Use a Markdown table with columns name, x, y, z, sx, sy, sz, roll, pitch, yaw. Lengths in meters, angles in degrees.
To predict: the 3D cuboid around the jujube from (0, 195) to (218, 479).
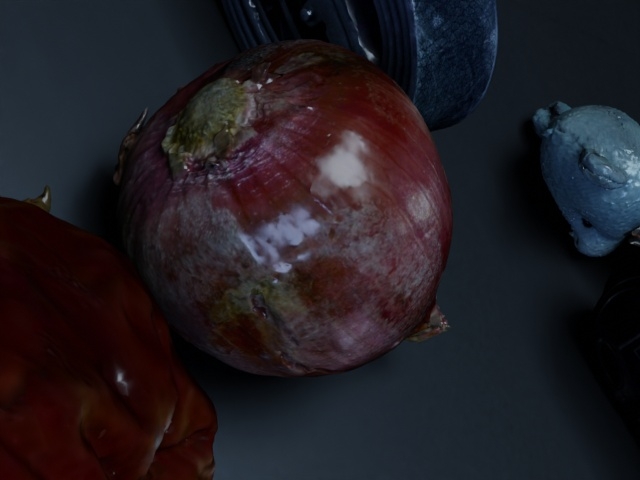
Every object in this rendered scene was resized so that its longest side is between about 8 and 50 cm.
| name | x | y | z | sx | sy | sz | roll | pitch | yaw |
| --- | --- | --- | --- | --- | --- | --- | --- | --- | --- |
| jujube | -0.150 | 0.095 | 0.485 | 0.213 | 0.213 | 0.232 | 52 | 33 | -1 |

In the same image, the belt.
| name | x | y | z | sx | sy | sz | roll | pitch | yaw |
| --- | --- | --- | --- | --- | --- | --- | --- | --- | --- |
| belt | 0.019 | -0.136 | 0.768 | 0.082 | 0.141 | 0.190 | -20 | 80 | -38 |

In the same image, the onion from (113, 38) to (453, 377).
| name | x | y | z | sx | sy | sz | roll | pitch | yaw |
| --- | --- | --- | --- | --- | --- | --- | --- | --- | --- |
| onion | 0.000 | 0.000 | 0.684 | 0.195 | 0.159 | 0.159 | 45 | 45 | -36 |

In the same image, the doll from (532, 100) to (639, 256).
| name | x | y | z | sx | sy | sz | roll | pitch | yaw |
| --- | --- | --- | --- | --- | --- | --- | --- | --- | --- |
| doll | 0.194 | -0.009 | 0.881 | 0.180 | 0.075 | 0.120 | 48 | 5 | -21 |

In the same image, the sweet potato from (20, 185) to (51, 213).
| name | x | y | z | sx | sy | sz | roll | pitch | yaw |
| --- | --- | --- | --- | --- | --- | --- | --- | --- | --- |
| sweet potato | -0.236 | 0.007 | 0.559 | 0.314 | 0.072 | 0.066 | -15 | 42 | -39 |

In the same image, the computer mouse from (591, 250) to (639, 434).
| name | x | y | z | sx | sy | sz | roll | pitch | yaw |
| --- | --- | --- | --- | --- | --- | --- | --- | --- | --- |
| computer mouse | 0.253 | 0.099 | 0.810 | 0.096 | 0.137 | 0.233 | -25 | 81 | -37 |
